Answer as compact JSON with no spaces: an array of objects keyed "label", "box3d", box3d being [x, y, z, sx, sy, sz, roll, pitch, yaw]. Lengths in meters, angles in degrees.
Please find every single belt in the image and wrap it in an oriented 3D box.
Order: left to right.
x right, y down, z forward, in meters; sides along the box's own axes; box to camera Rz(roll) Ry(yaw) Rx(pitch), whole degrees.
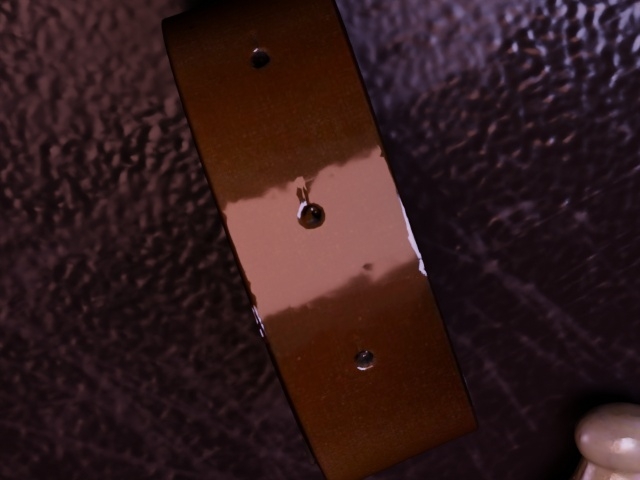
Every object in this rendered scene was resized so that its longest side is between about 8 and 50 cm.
[{"label":"belt","box3d":[0.000,0.000,1.253,0.122,0.217,0.339,-19,112,1]}]

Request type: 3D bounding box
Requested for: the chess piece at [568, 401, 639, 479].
[{"label":"chess piece","box3d":[0.215,0.263,1.455,0.138,0.124,0.307,17,115,24]}]
